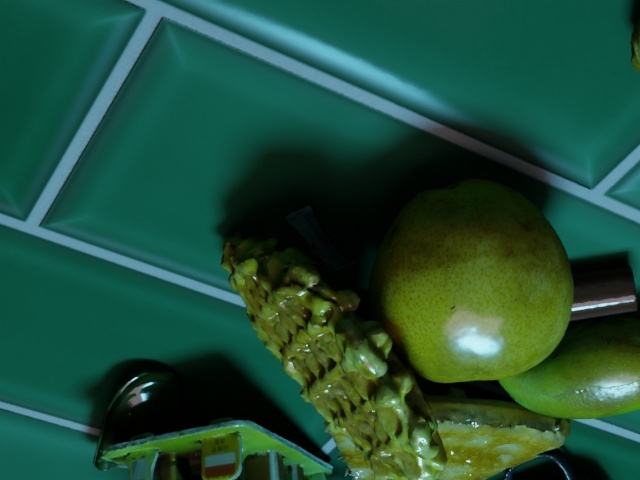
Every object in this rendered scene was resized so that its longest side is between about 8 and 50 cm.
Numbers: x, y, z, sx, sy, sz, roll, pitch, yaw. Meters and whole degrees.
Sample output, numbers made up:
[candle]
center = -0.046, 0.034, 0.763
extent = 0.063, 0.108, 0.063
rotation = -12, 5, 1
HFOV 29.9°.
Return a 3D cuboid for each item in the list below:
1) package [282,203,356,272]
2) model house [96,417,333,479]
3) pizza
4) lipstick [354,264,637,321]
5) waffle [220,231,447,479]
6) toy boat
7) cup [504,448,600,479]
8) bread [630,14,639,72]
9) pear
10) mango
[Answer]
[package]
center = 0.000, 0.000, 1.297
extent = 0.037, 0.015, 0.110
rotation = -20, 133, 20
[model house]
center = -0.055, 0.401, 1.465
extent = 0.340, 0.324, 0.300
rotation = -13, 155, 18
[pizza]
center = 0.141, 0.244, 1.514
extent = 0.323, 0.089, 0.223
rotation = 5, 148, -15
[lipstick]
center = 0.175, 0.080, 1.361
extent = 0.356, 0.057, 0.057
rotation = -9, 137, 8
[waffle]
center = 0.013, 0.123, 1.252
extent = 0.068, 0.325, 0.302
rotation = -39, 129, -19
[toy boat]
center = -0.228, 0.233, 1.523
extent = 0.104, 0.052, 0.210
rotation = -3, 140, -22
[cup]
center = 0.314, 0.389, 1.650
extent = 0.176, 0.169, 0.223
rotation = -17, 101, 27
[bread]
center = 0.406, -0.163, 1.076
extent = 0.269, 0.098, 0.087
rotation = 8, 95, -9
[pear]
center = 0.149, 0.038, 1.212
extent = 0.208, 0.209, 0.209
rotation = -1, 138, -1
[mango]
center = 0.314, 0.149, 1.405
extent = 0.232, 0.111, 0.125
rotation = -3, 127, 21
